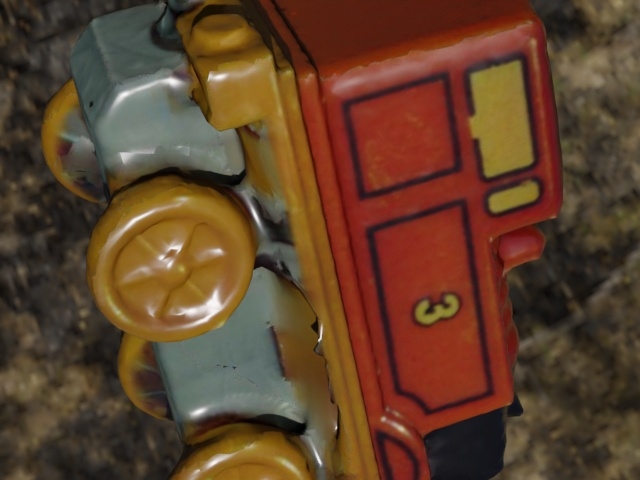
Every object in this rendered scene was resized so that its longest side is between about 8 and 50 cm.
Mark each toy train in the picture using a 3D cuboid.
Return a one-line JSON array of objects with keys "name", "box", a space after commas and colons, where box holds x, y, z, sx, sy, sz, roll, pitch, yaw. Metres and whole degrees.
[{"name": "toy train", "box": [0.000, 0.000, 0.846, 0.231, 0.163, 0.369, -16, 124, -6]}]
